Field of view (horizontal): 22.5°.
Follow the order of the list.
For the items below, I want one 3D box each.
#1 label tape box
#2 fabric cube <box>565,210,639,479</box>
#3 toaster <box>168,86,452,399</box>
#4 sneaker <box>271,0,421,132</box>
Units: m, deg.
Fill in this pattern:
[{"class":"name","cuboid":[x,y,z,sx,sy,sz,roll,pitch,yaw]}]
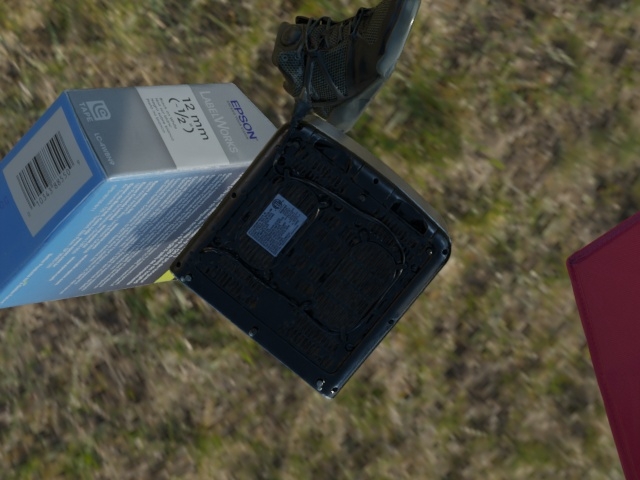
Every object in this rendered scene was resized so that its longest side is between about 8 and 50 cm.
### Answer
[{"class":"label tape box","cuboid":[-0.182,-0.053,1.694,0.347,0.115,0.249,-11,156,-49]},{"class":"fabric cube","cuboid":[0.405,0.094,1.352,0.259,0.254,0.258,-36,131,29]},{"class":"toaster","cuboid":[0.000,0.000,1.261,0.168,0.110,0.186,38,100,-3]},{"class":"sneaker","cuboid":[0.023,-0.219,1.785,0.130,0.227,0.087,29,55,-9]}]
